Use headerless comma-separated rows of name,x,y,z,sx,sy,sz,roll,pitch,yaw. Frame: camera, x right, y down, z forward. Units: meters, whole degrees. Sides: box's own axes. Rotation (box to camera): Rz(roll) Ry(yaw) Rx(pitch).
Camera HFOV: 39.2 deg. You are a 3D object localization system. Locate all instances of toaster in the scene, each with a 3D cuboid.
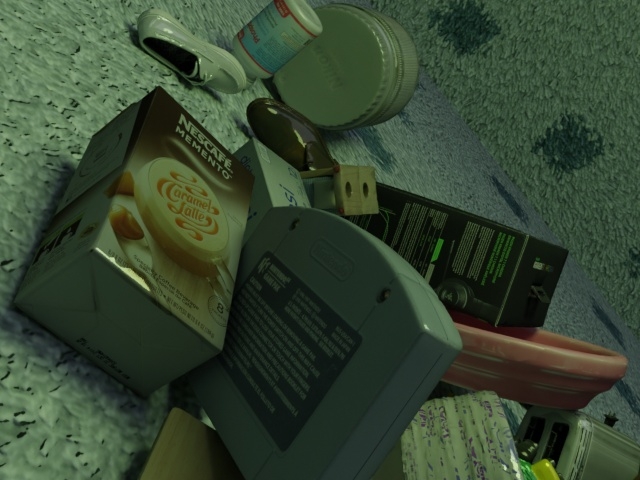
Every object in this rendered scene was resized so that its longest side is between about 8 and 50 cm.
toaster,0.337,0.318,1.217,0.146,0.227,0.129,33,-15,-32

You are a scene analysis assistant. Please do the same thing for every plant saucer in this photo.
plant saucer,0.247,0.159,1.243,0.332,0.084,0.332,13,1,0

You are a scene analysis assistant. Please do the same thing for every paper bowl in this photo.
paper bowl,0.107,0.278,0.758,0.284,0.148,0.284,-12,90,-84

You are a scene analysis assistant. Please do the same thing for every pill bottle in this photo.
pill bottle,-0.081,-0.314,1.421,0.087,0.160,0.087,44,21,-22

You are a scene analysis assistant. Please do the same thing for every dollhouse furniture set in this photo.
dollhouse furniture set,0.000,0.000,1.179,0.129,0.129,0.184,-5,89,-66

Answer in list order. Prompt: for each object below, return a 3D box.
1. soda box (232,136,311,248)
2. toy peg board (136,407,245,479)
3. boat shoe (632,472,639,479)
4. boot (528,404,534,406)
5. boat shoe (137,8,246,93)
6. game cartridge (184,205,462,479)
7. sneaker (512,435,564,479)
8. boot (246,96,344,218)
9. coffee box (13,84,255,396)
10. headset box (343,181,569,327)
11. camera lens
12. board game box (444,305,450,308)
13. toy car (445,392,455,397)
soda box,-0.055,0.021,1.002,0.091,0.098,0.286,35,26,-42
toy peg board,-0.077,0.231,0.657,0.160,0.079,0.161,33,21,-8
boat shoe,0.422,0.414,1.130,0.098,0.109,0.302,43,63,-28
boot,0.354,0.206,1.635,0.137,0.077,0.198,31,27,-35
boat shoe,-0.177,-0.249,1.253,0.184,0.066,0.063,38,38,-41
game cartridge,-0.012,0.078,0.707,0.060,0.196,0.294,30,5,-29
sneaker,0.241,0.407,1.010,0.146,0.134,0.344,-23,81,-32
boot,-0.025,-0.115,1.325,0.219,0.082,0.106,43,19,-29
coffee box,-0.151,-0.008,0.795,0.141,0.098,0.246,44,29,-28
headset box,0.203,0.024,1.309,0.283,0.131,0.246,21,4,27
camera lens,0.052,-0.311,1.623,0.219,0.219,0.274,53,19,2
board game box,0.258,0.072,1.540,0.170,0.141,0.048,53,18,2
toy car,0.226,0.264,1.277,0.122,0.060,0.040,63,-10,11
